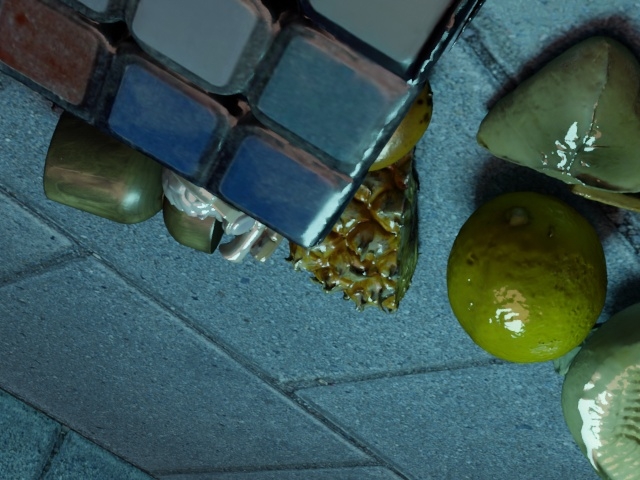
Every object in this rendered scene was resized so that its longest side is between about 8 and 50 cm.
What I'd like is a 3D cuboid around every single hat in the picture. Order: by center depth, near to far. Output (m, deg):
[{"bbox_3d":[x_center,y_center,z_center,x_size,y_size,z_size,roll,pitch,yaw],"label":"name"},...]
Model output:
[{"bbox_3d":[0.477,0.203,1.596,0.166,0.081,0.122,-9,142,22],"label":"hat"}]

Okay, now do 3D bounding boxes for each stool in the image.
[{"bbox_3d":[-0.261,-0.104,1.401,0.264,0.179,0.179,19,148,0],"label":"stool"}]

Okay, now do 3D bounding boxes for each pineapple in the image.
[{"bbox_3d":[-0.003,-0.001,1.396,0.286,0.209,0.344,10,146,14],"label":"pineapple"}]

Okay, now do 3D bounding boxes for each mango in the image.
[{"bbox_3d":[0.073,-0.154,1.201,0.178,0.090,0.115,-43,75,27],"label":"mango"}]

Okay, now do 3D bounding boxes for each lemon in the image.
[{"bbox_3d":[0.292,0.054,1.314,0.236,0.236,0.263,-4,159,32],"label":"lemon"}]

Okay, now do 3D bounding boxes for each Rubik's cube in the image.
[{"bbox_3d":[-0.031,-0.270,0.797,0.362,0.359,0.363,29,141,-5],"label":"Rubik's cube"}]

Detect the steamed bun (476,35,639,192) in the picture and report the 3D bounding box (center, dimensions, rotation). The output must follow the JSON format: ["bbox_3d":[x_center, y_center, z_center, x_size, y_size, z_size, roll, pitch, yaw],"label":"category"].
[{"bbox_3d":[0.332,-0.125,1.135,0.212,0.110,0.231,27,150,-14],"label":"steamed bun"}]

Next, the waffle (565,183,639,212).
[{"bbox_3d":[0.396,-0.058,1.235,0.135,0.092,0.021,17,104,3],"label":"waffle"}]

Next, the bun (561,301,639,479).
[{"bbox_3d":[0.559,0.237,1.461,0.364,0.202,0.364,1,119,2],"label":"bun"}]

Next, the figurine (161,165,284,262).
[{"bbox_3d":[-0.131,-0.066,1.210,0.141,0.162,0.237,-41,147,8],"label":"figurine"}]
